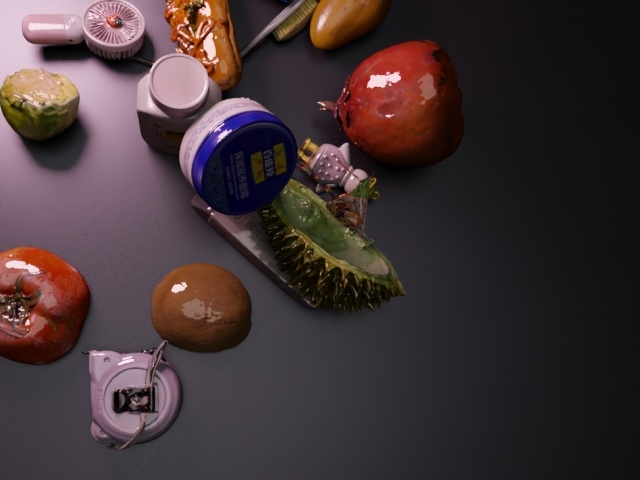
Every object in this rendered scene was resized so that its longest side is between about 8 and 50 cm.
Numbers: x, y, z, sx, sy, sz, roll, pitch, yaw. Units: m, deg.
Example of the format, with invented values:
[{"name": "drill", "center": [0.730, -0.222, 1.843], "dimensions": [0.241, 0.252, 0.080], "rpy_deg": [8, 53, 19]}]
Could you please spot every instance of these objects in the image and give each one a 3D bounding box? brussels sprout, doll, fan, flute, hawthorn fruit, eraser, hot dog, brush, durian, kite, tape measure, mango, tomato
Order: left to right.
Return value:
[{"name": "tomato", "center": [-0.565, 0.126, 1.337], "dimensions": [0.237, 0.095, 0.236], "rpy_deg": [2, 80, -11]}, {"name": "brussels sprout", "center": [-0.566, -0.265, 1.397], "dimensions": [0.149, 0.122, 0.151], "rpy_deg": [13, 42, -15]}, {"name": "fan", "center": [-0.490, -0.440, 1.450], "dimensions": [0.245, 0.074, 0.130], "rpy_deg": [-6, 69, -18]}, {"name": "flute", "center": [-0.415, -0.400, 1.504], "dimensions": [0.270, 0.014, 0.014], "rpy_deg": [18, 77, -8]}, {"name": "tape measure", "center": [-0.358, 0.296, 1.345], "dimensions": [0.179, 0.105, 0.195], "rpy_deg": [-9, 81, -14]}, {"name": "hot dog", "center": [-0.261, -0.459, 1.467], "dimensions": [0.117, 0.158, 0.348], "rpy_deg": [-4, 78, -41]}, {"name": "eraser", "center": [-0.120, 0.005, 1.468], "dimensions": [0.352, 0.061, 0.089], "rpy_deg": [42, 72, -3]}, {"name": "brush", "center": [-0.104, -0.460, 1.563], "dimensions": [0.297, 0.068, 0.060], "rpy_deg": [-44, 113, -12]}, {"name": "durian", "center": [0.002, -0.004, 1.393], "dimensions": [0.394, 0.163, 0.198], "rpy_deg": [45, 67, 10]}, {"name": "kite", "center": [0.020, -0.106, 1.490], "dimensions": [0.198, 0.006, 0.244], "rpy_deg": [-36, 105, 17]}, {"name": "doll", "center": [0.041, -0.148, 1.519], "dimensions": [0.207, 0.081, 0.129], "rpy_deg": [32, 104, -7]}, {"name": "mango", "center": [0.073, -0.525, 1.577], "dimensions": [0.138, 0.113, 0.253], "rpy_deg": [41, 77, -13]}, {"name": "hawthorn fruit", "center": [0.147, -0.284, 1.486], "dimensions": [0.308, 0.276, 0.275], "rpy_deg": [-4, 80, 10]}]

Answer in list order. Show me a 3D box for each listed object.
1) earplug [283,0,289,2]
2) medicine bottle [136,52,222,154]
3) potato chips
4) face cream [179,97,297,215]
[{"name": "earplug", "center": [-0.171, -0.649, 1.547], "dimensions": [0.273, 0.132, 0.132], "rpy_deg": [25, 76, -3]}, {"name": "medicine bottle", "center": [-0.275, -0.256, 1.361], "dimensions": [0.161, 0.296, 0.111], "rpy_deg": [3, 79, -12]}, {"name": "potato chips", "center": [-0.238, 0.140, 1.421], "dimensions": [0.208, 0.062, 0.195], "rpy_deg": [44, 73, 1]}, {"name": "face cream", "center": [-0.154, -0.158, 1.297], "dimensions": [0.206, 0.205, 0.111], "rpy_deg": [-31, 53, -15]}]
